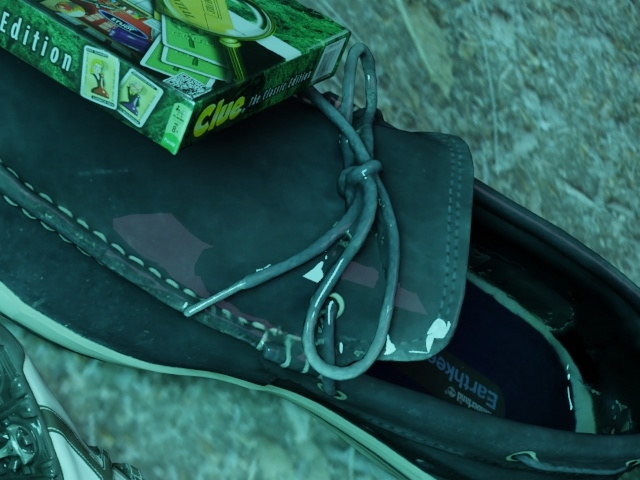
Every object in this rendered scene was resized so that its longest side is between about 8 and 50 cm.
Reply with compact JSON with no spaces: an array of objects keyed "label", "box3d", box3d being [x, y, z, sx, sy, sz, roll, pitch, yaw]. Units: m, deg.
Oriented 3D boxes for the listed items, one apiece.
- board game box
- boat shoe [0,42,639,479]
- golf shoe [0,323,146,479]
[{"label":"board game box","box3d":[-0.126,-0.127,0.629,0.260,0.030,0.136,31,28,14]},{"label":"boat shoe","box3d":[0.000,0.000,0.725,0.500,0.156,0.186,32,53,-29]},{"label":"golf shoe","box3d":[-0.108,0.119,0.634,0.094,0.077,0.198,-30,102,-58]}]
